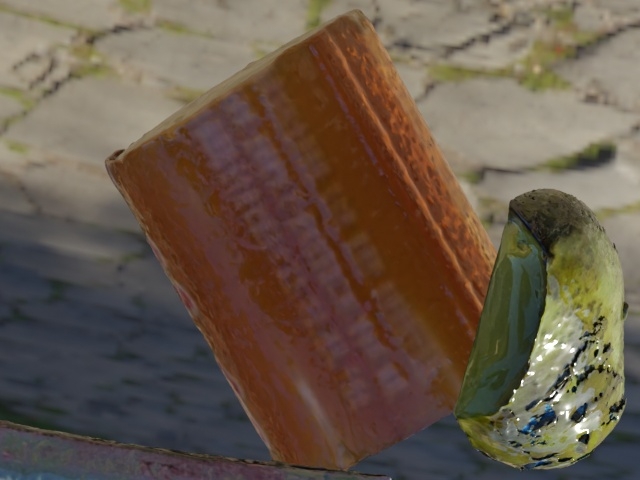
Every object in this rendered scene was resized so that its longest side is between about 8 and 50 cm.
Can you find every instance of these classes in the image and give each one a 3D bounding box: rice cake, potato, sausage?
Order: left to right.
[{"bbox_3d":[-0.059,0.103,0.715,0.208,0.033,0.033,12,160,-22],"label":"rice cake"},{"bbox_3d":[0.000,0.000,1.280,0.233,0.287,0.233,-28,-174,3],"label":"sausage"},{"bbox_3d":[0.129,0.057,0.900,0.054,0.119,0.197,34,140,36],"label":"potato"}]
